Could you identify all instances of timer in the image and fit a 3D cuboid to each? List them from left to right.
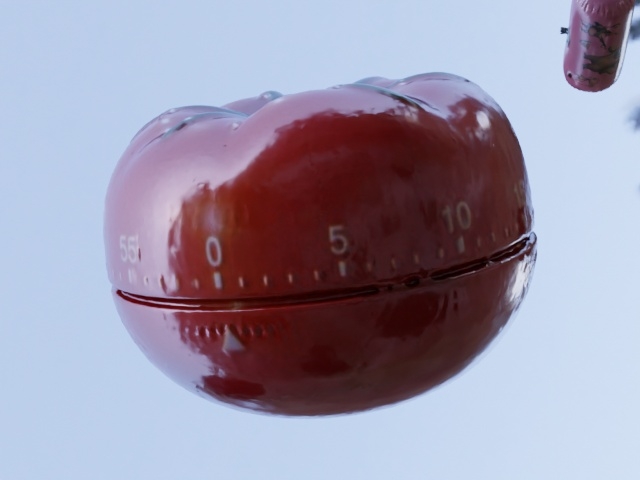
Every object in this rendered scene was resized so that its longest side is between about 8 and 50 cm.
[{"bbox_3d":[0.000,0.000,1.071,0.378,0.378,0.279,-15,-77,-33],"label":"timer"}]

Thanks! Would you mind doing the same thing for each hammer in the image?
[{"bbox_3d":[0.174,-0.130,0.764,0.043,0.043,0.083,-40,-27,-21],"label":"hammer"}]
